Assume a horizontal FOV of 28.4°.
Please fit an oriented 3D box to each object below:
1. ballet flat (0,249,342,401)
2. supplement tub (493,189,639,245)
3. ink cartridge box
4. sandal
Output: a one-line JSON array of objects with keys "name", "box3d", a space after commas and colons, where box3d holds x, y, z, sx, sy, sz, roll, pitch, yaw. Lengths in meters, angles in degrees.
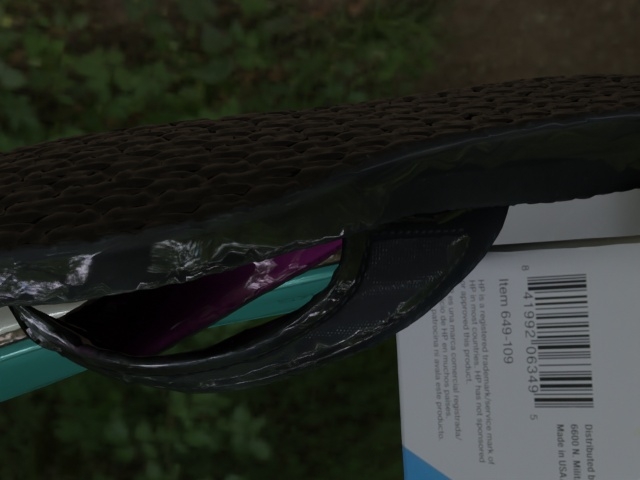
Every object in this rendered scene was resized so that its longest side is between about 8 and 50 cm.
[{"name": "ballet flat", "box3d": [-0.133, 0.014, 0.830, 0.400, 0.139, 0.139, -17, 170, 0]}, {"name": "supplement tub", "box3d": [0.237, 0.030, 0.978, 0.235, 0.236, 0.325, 4, 175, 19]}, {"name": "ink cartridge box", "box3d": [0.202, 0.094, 0.618, 0.270, 0.198, 0.197, -4, 177, 30]}, {"name": "sandal", "box3d": [0.002, 0.000, 0.572, 0.445, 0.107, 0.167, -10, -164, -24]}]
